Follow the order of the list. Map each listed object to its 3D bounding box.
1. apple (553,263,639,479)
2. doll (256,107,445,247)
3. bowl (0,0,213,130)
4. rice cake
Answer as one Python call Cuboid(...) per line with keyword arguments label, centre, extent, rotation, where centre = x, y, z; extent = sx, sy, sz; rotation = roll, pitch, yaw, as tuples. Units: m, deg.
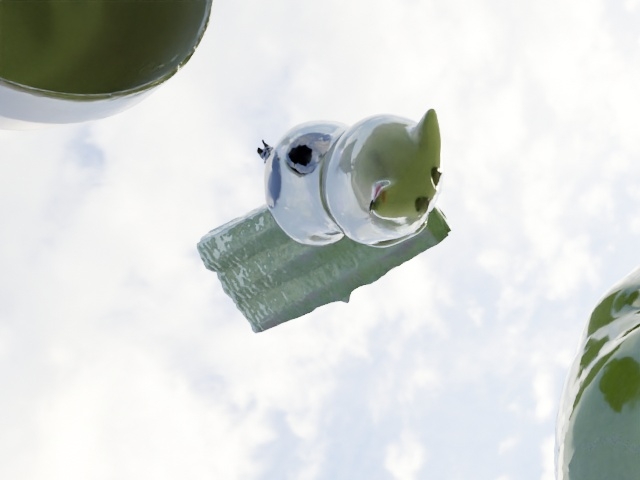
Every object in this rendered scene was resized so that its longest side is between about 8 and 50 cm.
Cuboid(label="apple", centre=(0.289, 0.140, 0.485), extent=(0.357, 0.357, 0.357), rotation=(-3, -86, -40))
Cuboid(label="doll", centre=(0.028, -0.049, 0.778), extent=(0.107, 0.181, 0.110), rotation=(35, -107, -34))
Cuboid(label="bowl", centre=(-0.232, -0.198, 0.683), extent=(0.287, 0.144, 0.287), rotation=(18, -122, -32))
Cuboid(label="rice cake", centre=(0.000, 0.000, 0.919), extent=(0.127, 0.237, 0.043), rotation=(56, -151, -8))
